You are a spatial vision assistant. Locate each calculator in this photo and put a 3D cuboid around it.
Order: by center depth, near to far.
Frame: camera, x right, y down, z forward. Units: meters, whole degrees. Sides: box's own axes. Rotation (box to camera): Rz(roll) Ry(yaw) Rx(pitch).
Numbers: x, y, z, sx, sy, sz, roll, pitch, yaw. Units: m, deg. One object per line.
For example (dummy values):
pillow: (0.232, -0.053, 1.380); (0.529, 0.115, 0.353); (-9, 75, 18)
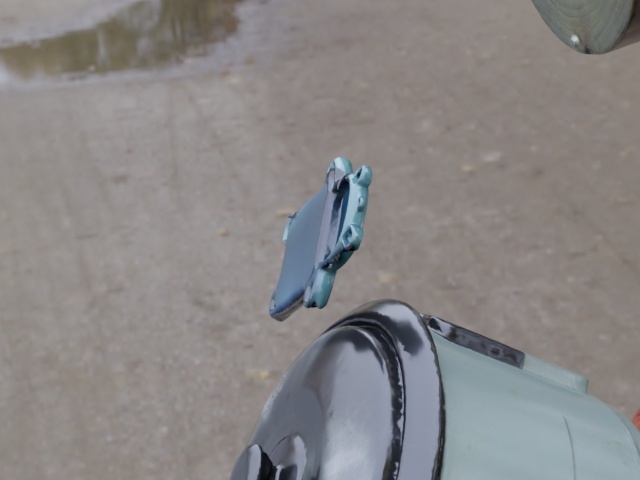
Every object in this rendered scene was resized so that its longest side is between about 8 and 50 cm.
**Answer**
calculator: (0.000, 0.000, 0.770); (0.019, 0.094, 0.141); (16, -22, -14)

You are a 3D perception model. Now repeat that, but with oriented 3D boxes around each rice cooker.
rice cooker: (0.054, 0.167, 0.757); (0.227, 0.241, 0.280); (22, -7, -20)

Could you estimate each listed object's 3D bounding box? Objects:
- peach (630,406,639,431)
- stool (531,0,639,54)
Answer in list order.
peach: (0.401, 0.226, 0.929); (0.388, 0.388, 0.388); (-5, 20, 2)
stool: (0.304, -0.266, 1.042); (0.264, 0.179, 0.179); (-19, 23, -15)
